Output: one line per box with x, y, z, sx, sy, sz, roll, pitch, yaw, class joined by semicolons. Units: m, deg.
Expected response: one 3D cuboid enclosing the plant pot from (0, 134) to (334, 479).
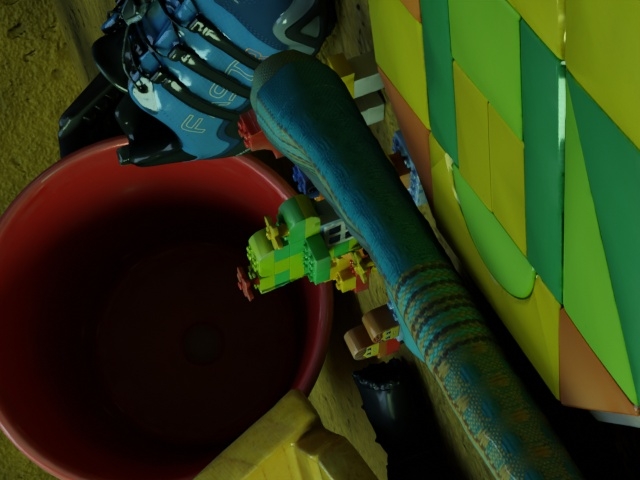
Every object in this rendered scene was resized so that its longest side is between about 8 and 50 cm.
-0.115;0.071;1.208;0.243;0.275;0.275;65;-178;-79;plant pot

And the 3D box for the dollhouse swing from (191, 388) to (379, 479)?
-0.033;0.359;1.013;0.347;0.305;0.315;52;165;32;dollhouse swing

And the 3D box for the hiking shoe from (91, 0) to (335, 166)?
-0.070;-0.129;0.892;0.304;0.132;0.113;89;157;-60;hiking shoe

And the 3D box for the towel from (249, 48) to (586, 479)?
0.092;0.112;0.626;0.370;0.040;0.271;61;-177;35;towel

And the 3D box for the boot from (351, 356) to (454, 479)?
0.060;0.133;0.989;0.121;0.045;0.099;-154;47;-76;boot

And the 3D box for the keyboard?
-0.144;-0.075;1.291;0.033;0.201;0.317;30;154;12;keyboard

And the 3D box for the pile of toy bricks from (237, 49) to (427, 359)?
0.000;0.000;0.863;0.212;0.105;0.118;88;158;-60;pile of toy bricks

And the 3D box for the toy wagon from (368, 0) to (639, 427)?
0.071;-0.102;0.435;0.344;0.068;0.267;80;164;-44;toy wagon
